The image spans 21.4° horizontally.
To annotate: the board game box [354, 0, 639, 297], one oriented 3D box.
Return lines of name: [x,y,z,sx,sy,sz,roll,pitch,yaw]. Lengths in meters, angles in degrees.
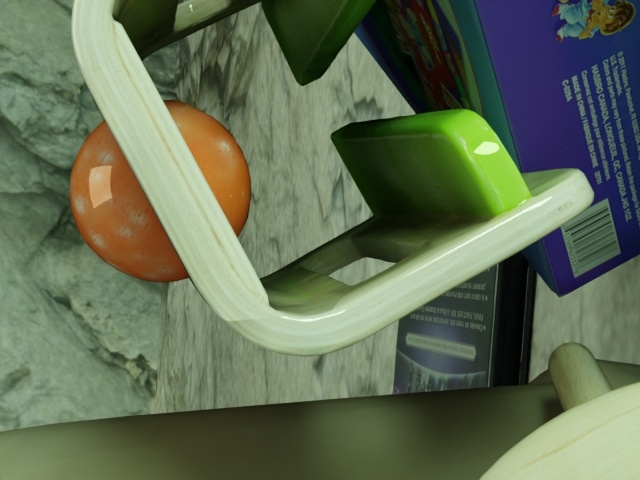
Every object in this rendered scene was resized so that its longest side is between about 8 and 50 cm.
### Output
board game box: [0.026,-0.177,0.567,0.233,0.078,0.347,57,173,44]

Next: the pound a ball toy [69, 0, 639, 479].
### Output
pound a ball toy: [0.000,0.000,0.553,0.208,0.136,0.319,62,176,-4]

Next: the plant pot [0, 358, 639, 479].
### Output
plant pot: [-0.002,0.182,0.611,0.323,0.280,0.323,-168,90,-79]

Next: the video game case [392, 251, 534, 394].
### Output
video game case: [0.077,0.065,0.969,0.196,0.026,0.274,180,93,-78]
